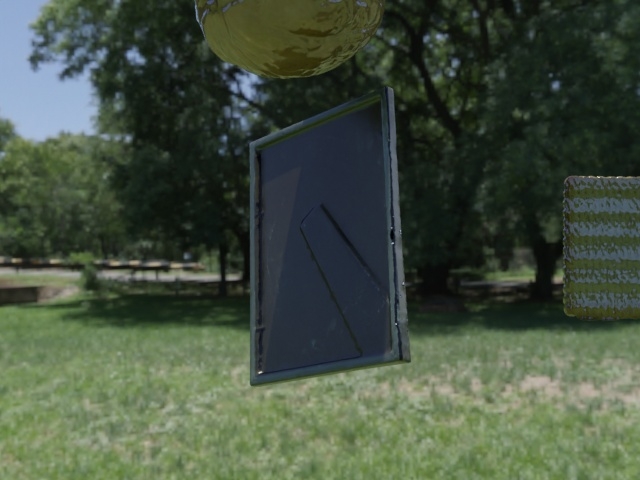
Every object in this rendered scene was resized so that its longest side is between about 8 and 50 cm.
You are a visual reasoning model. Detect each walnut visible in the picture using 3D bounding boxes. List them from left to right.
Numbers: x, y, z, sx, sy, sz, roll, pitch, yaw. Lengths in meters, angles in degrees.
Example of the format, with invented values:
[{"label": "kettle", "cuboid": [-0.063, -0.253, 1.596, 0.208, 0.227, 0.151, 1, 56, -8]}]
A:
[{"label": "walnut", "cuboid": [-0.031, -0.305, 1.020, 0.225, 0.224, 0.261, -5, 15, 45]}]

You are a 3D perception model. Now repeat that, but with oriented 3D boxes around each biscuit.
[{"label": "biscuit", "cuboid": [0.511, 0.014, 1.509, 0.172, 0.254, 0.029, 1, -3, -3]}]

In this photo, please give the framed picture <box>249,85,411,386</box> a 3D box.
[{"label": "framed picture", "cuboid": [0.000, 0.000, 1.066, 0.247, 0.335, 0.022, -17, -22, 40]}]
